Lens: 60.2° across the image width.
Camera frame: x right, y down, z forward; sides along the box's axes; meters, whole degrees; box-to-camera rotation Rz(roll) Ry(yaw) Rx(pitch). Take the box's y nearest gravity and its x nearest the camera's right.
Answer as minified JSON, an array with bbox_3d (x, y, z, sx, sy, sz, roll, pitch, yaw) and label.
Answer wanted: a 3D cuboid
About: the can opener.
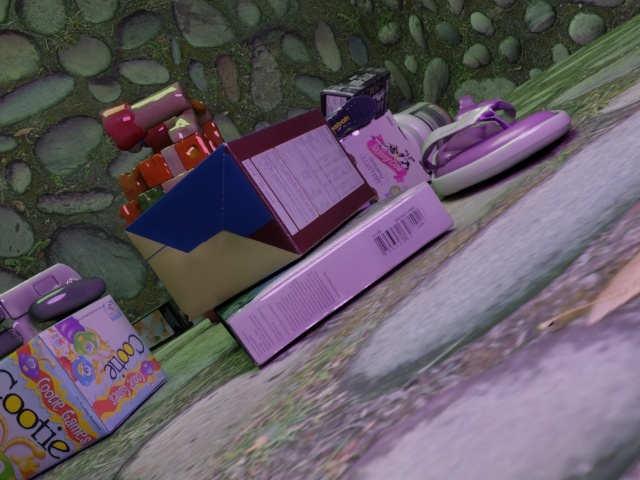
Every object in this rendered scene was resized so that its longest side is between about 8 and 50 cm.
[{"bbox_3d":[-0.407,0.111,0.689,0.093,0.074,0.280,-28,8,45],"label":"can opener"}]

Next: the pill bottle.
[{"bbox_3d":[0.201,-0.218,1.267,0.161,0.161,0.283,-31,5,33],"label":"pill bottle"}]

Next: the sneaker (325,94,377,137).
[{"bbox_3d":[0.040,-0.225,1.036,0.144,0.053,0.059,-32,12,-5],"label":"sneaker"}]

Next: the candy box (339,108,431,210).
[{"bbox_3d":[0.088,-0.130,1.070,0.196,0.164,0.070,-34,6,-5],"label":"candy box"}]

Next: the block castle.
[{"bbox_3d":[-0.262,-0.070,1.143,0.213,0.453,0.303,-26,6,3],"label":"block castle"}]

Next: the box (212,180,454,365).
[{"bbox_3d":[-0.013,0.038,0.651,0.232,0.058,0.322,-34,3,-14],"label":"box"}]

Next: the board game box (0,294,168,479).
[{"bbox_3d":[-0.371,0.214,0.729,0.275,0.142,0.144,-32,4,18],"label":"board game box"}]

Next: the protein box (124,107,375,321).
[{"bbox_3d":[-0.078,-0.035,0.667,0.200,0.136,0.201,-31,4,35],"label":"protein box"}]

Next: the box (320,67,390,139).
[{"bbox_3d":[0.086,-0.227,1.302,0.077,0.307,0.242,12,33,22],"label":"box"}]

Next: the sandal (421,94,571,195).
[{"bbox_3d":[0.208,-0.146,0.780,0.169,0.102,0.416,-33,4,6],"label":"sandal"}]

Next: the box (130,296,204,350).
[{"bbox_3d":[-0.385,0.196,1.423,0.290,0.087,0.169,-30,5,32],"label":"box"}]
